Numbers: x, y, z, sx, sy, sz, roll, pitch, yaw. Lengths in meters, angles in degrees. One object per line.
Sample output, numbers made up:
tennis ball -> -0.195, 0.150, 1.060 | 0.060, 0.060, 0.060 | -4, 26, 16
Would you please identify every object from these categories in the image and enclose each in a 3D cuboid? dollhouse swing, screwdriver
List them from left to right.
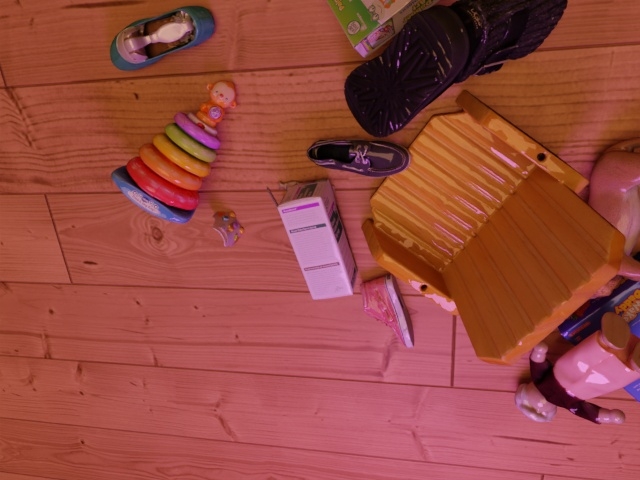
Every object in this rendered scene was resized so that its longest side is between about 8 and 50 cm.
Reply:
screwdriver -> -0.077, -0.044, 1.051 | 0.024, 0.025, 0.169 | -25, 97, 21
dollhouse swing -> 0.261, -0.021, 0.827 | 0.315, 0.305, 0.346 | 34, 116, -4

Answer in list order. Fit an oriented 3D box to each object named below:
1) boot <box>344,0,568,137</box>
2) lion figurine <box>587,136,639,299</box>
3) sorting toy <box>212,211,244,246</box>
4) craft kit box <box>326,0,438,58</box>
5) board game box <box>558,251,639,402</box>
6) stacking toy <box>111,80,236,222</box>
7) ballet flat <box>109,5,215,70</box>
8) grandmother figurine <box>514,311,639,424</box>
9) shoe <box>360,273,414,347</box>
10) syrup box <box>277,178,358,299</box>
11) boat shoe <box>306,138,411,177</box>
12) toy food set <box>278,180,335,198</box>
boot -> 0.213, -0.308, 0.801 | 0.260, 0.348, 0.131 | -33, 98, -21
lion figurine -> 0.530, -0.040, 0.855 | 0.240, 0.142, 0.391 | 28, 105, 45
sorting toy -> -0.211, -0.021, 1.053 | 0.045, 0.075, 0.083 | -23, 106, 20
craft kit box -> 0.106, -0.467, 0.749 | 0.247, 0.061, 0.249 | -31, 74, 20
board game box -> 0.686, 0.135, 0.923 | 0.233, 0.078, 0.347 | 41, 115, -6
stacking toy -> -0.268, -0.197, 0.969 | 0.175, 0.165, 0.301 | 36, 100, -14
ballet flat -> -0.326, -0.394, 0.914 | 0.248, 0.087, 0.083 | -12, 110, 17
grandmother figurine -> 0.514, 0.285, 0.954 | 0.207, 0.104, 0.342 | 54, 148, 22
shoe -> 0.150, 0.165, 1.063 | 0.081, 0.063, 0.177 | -17, 103, 20
syrup box -> 0.000, 0.000, 0.990 | 0.097, 0.093, 0.236 | -10, 118, 16
boat shoe -> 0.070, -0.161, 0.918 | 0.206, 0.065, 0.075 | 10, 106, 21
toy food set -> -0.030, -0.090, 1.015 | 0.122, 0.019, 0.077 | 1, 113, 12
